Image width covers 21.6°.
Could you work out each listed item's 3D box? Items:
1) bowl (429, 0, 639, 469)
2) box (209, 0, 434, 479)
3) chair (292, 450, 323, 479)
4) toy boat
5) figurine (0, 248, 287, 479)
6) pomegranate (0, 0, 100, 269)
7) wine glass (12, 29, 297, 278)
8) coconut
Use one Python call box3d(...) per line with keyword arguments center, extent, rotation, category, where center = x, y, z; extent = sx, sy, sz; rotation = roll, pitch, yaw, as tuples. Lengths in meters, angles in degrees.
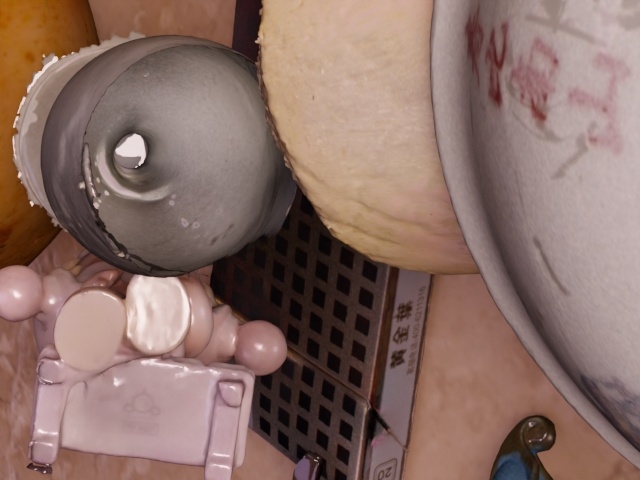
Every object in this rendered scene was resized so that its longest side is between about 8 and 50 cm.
box3d(center=(0.230, -0.033, 0.537), extent=(0.435, 0.196, 0.435), rotation=(5, 108, 14), category="bowl")
box3d(center=(0.001, 0.001, 1.110), extent=(0.180, 0.047, 0.325), rotation=(32, 126, 40), category="box")
box3d(center=(-0.013, 0.327, 1.106), extent=(0.186, 0.160, 0.319), rotation=(27, 118, 9), category="chair")
box3d(center=(0.167, 0.172, 0.962), extent=(0.185, 0.077, 0.075), rotation=(32, 168, 39), category="toy boat")
box3d(center=(-0.115, 0.070, 1.097), extent=(0.257, 0.182, 0.144), rotation=(-106, 4, -79), category="figurine")
box3d(center=(-0.357, -0.125, 1.230), extent=(0.416, 0.416, 0.417), rotation=(22, 120, 45), category="pomegranate")
box3d(center=(-0.101, -0.053, 0.969), extent=(0.321, 0.143, 0.143), rotation=(-153, 51, -76), category="wine glass")
box3d(center=(0.110, -0.100, 0.790), extent=(0.244, 0.239, 0.239), rotation=(-13, 93, 47), category="coconut")
